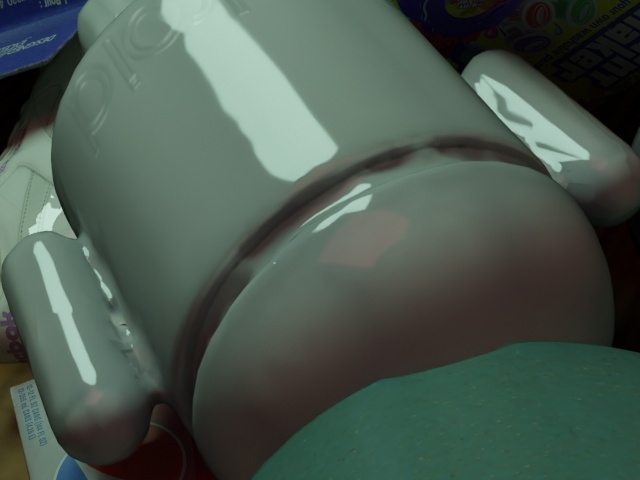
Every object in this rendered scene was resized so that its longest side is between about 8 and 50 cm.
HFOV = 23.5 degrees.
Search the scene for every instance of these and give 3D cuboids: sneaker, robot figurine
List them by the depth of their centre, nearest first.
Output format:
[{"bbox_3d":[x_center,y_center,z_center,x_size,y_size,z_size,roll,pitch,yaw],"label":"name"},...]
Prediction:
[{"bbox_3d":[0.000,0.000,0.723,0.300,0.200,0.353,-27,49,-12],"label":"robot figurine"},{"bbox_3d":[-0.168,-0.043,0.953,0.152,0.114,0.305,-16,40,-3],"label":"sneaker"}]

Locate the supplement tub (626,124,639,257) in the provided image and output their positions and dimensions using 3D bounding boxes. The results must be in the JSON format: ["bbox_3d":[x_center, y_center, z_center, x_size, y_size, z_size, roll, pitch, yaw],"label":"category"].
[{"bbox_3d":[0.275,0.043,0.667,0.193,0.193,0.316,-18,41,-4],"label":"supplement tub"}]

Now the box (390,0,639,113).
[{"bbox_3d":[0.130,-0.229,0.870,0.177,0.290,0.279,26,62,-17],"label":"box"}]

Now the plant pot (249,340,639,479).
[{"bbox_3d":[0.089,0.206,0.423,0.341,0.341,0.334,-16,21,-2],"label":"plant pot"}]

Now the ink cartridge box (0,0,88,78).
[{"bbox_3d":[-0.223,-0.192,1.079,0.303,0.072,0.307,-10,27,36],"label":"ink cartridge box"}]

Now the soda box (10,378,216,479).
[{"bbox_3d":[-0.073,0.165,0.715,0.092,0.083,0.263,-20,40,-7],"label":"soda box"}]
